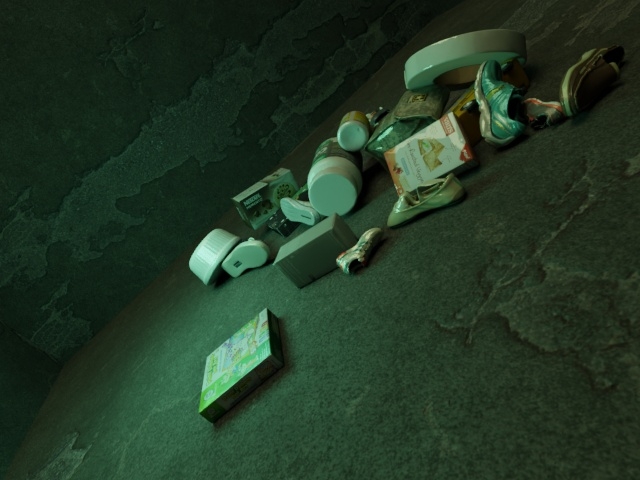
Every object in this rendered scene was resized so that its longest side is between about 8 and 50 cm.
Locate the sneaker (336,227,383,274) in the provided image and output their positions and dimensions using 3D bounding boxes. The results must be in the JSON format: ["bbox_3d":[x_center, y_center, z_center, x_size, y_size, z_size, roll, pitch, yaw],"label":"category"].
[{"bbox_3d":[0.122,0.035,1.156,0.161,0.057,0.075,-40,37,2],"label":"sneaker"}]

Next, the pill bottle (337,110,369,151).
[{"bbox_3d":[0.131,-0.427,1.607,0.117,0.117,0.215,-32,21,24],"label":"pill bottle"}]

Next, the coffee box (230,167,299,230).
[{"bbox_3d":[-0.254,-0.203,2.014,0.297,0.168,0.119,-34,28,-17],"label":"coffee box"}]

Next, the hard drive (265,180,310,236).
[{"bbox_3d":[-0.090,-0.164,1.898,0.339,0.064,0.237,-46,21,-8],"label":"hard drive"}]

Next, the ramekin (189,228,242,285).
[{"bbox_3d":[-0.486,0.067,1.919,0.272,0.127,0.273,-55,-1,-2],"label":"ramekin"}]

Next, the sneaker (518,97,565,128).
[{"bbox_3d":[0.554,-0.323,1.077,0.065,0.061,0.158,-48,19,5],"label":"sneaker"}]

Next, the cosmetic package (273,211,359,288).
[{"bbox_3d":[-0.011,0.034,1.277,0.238,0.127,0.107,-32,22,30],"label":"cosmetic package"}]

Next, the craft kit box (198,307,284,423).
[{"bbox_3d":[-0.218,0.333,1.156,0.247,0.061,0.250,-43,20,5],"label":"craft kit box"}]

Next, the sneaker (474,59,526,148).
[{"bbox_3d":[0.499,-0.382,1.138,0.110,0.107,0.275,-27,56,49],"label":"sneaker"}]

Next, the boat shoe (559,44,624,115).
[{"bbox_3d":[0.653,-0.392,0.991,0.095,0.095,0.257,-1,45,52],"label":"boat shoe"}]

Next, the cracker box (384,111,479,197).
[{"bbox_3d":[0.313,-0.236,1.199,0.232,0.067,0.155,-28,67,32],"label":"cracker box"}]

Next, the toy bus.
[{"bbox_3d":[0.494,-0.412,1.291,0.332,0.108,0.130,-47,20,-12],"label":"toy bus"}]

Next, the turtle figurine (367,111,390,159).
[{"bbox_3d":[0.215,-0.432,1.746,0.234,0.118,0.175,-29,60,31],"label":"turtle figurine"}]

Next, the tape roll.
[{"bbox_3d":[0.481,-0.592,1.409,0.393,0.071,0.392,-7,3,0],"label":"tape roll"}]

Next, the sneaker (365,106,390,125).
[{"bbox_3d":[0.282,-0.514,1.848,0.126,0.127,0.321,-44,22,-9],"label":"sneaker"}]

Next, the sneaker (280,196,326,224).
[{"bbox_3d":[-0.067,-0.122,1.702,0.091,0.094,0.258,-22,32,-33],"label":"sneaker"}]

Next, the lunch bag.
[{"bbox_3d":[0.319,-0.414,1.474,0.287,0.169,0.235,-36,19,46],"label":"lunch bag"}]

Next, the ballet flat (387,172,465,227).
[{"bbox_3d":[0.267,-0.111,1.132,0.249,0.086,0.086,-24,27,39],"label":"ballet flat"}]

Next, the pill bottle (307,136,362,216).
[{"bbox_3d":[0.060,-0.247,1.595,0.204,0.204,0.361,-33,22,22],"label":"pill bottle"}]

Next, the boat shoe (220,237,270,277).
[{"bbox_3d":[-0.297,0.035,1.764,0.341,0.127,0.158,-25,28,47],"label":"boat shoe"}]
